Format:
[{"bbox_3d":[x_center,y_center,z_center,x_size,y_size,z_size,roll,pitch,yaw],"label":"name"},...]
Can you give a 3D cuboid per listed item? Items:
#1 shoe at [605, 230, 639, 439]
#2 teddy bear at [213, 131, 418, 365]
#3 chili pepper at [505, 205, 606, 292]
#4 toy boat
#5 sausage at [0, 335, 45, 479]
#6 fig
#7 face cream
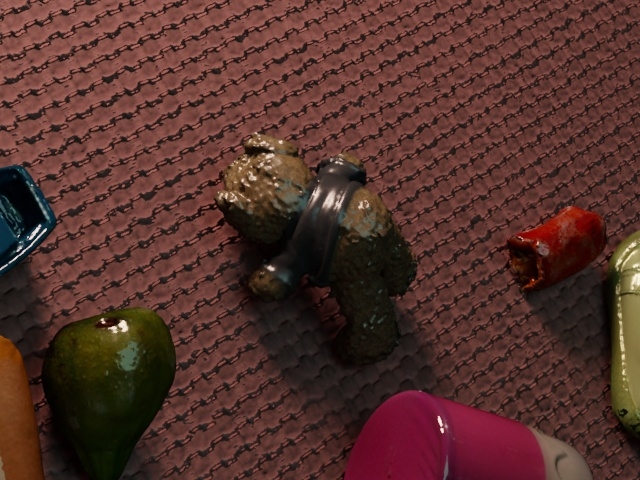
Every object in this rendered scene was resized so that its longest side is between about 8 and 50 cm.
[{"bbox_3d":[0.407,0.111,2.100,0.140,0.128,0.262,33,57,-38],"label":"shoe"},{"bbox_3d":[0.014,-0.005,1.843,0.251,0.129,0.182,38,52,-18],"label":"teddy bear"},{"bbox_3d":[0.269,0.004,2.065,0.123,0.070,0.073,-29,73,-37],"label":"chili pepper"},{"bbox_3d":[-0.362,0.027,1.602,0.299,0.061,0.096,-33,93,-40],"label":"toy boat"},{"bbox_3d":[-0.284,0.213,1.560,0.105,0.105,0.274,0,72,-36],"label":"sausage"},{"bbox_3d":[-0.185,0.142,1.652,0.123,0.123,0.156,-9,90,-38],"label":"fig"},{"bbox_3d":[0.145,0.253,1.805,0.195,0.175,0.175,21,61,-29],"label":"face cream"}]
